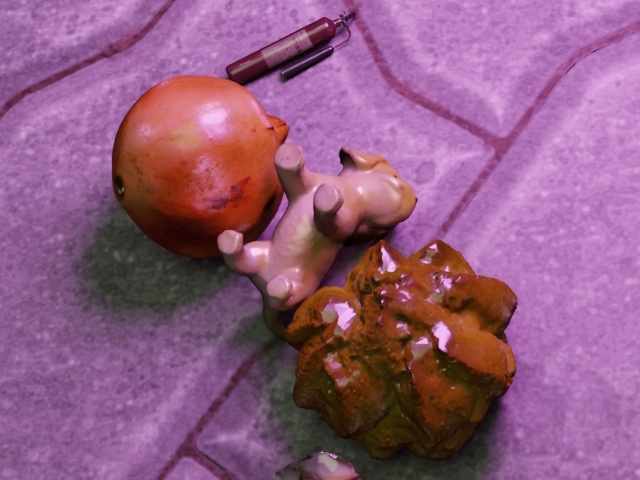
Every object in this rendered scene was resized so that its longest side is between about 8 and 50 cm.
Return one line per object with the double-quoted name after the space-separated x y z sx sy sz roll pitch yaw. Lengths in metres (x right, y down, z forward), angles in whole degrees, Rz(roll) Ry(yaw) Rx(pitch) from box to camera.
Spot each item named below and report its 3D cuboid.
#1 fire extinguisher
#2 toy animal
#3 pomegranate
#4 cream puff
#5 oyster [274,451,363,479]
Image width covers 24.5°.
-0.031 -0.230 1.800 0.173 0.035 0.049 -27 58 5 "fire extinguisher"
0.002 -0.013 1.612 0.121 0.168 0.233 34 79 31 "toy animal"
-0.138 -0.083 1.669 0.209 0.209 0.209 -6 64 12 "pomegranate"
0.088 0.107 1.540 0.244 0.196 0.244 7 65 -15 "cream puff"
0.007 0.335 1.472 0.275 0.100 0.271 -39 52 27 "oyster"
